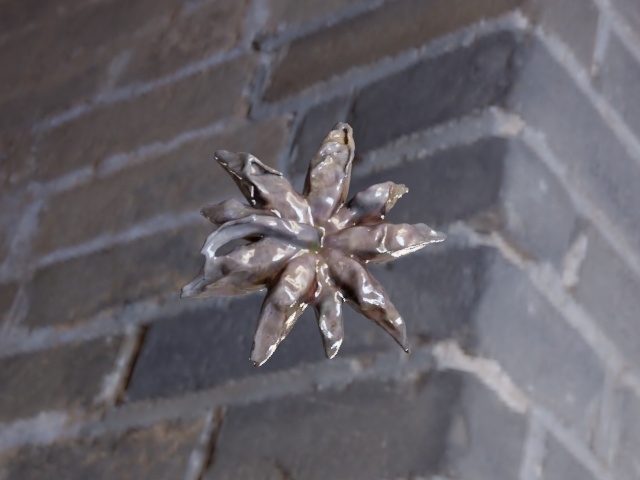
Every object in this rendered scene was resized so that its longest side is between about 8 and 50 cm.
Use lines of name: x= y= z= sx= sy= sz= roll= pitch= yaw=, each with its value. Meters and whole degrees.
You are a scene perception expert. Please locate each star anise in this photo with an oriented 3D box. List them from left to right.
star anise: x=0.000 y=0.000 z=1.057 sx=0.182 sy=0.195 sz=0.065 roll=11 pitch=159 yaw=-4
